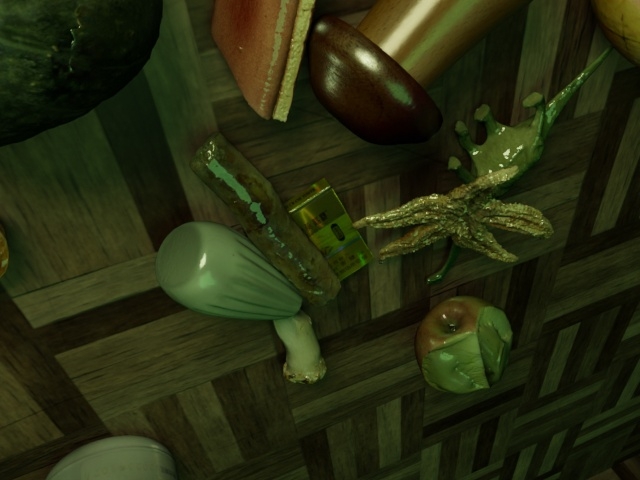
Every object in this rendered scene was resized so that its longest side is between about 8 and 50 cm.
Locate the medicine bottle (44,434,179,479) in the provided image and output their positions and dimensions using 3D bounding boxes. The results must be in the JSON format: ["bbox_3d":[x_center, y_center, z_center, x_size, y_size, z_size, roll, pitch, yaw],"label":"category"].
[{"bbox_3d":[-0.358,0.535,0.934,0.245,0.306,0.245,-14,131,-16],"label":"medicine bottle"}]

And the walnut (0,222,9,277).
[{"bbox_3d":[-0.421,0.002,0.631,0.091,0.052,0.121,1,125,-25],"label":"walnut"}]

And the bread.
[{"bbox_3d":[-0.059,-0.242,0.579,0.067,0.119,0.192,-25,145,-49],"label":"bread"}]

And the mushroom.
[{"bbox_3d":[-0.044,0.185,0.969,0.084,0.071,0.209,-2,131,13],"label":"mushroom"}]

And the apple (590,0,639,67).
[{"bbox_3d":[0.490,-0.346,0.676,0.286,0.233,0.286,-11,130,-13],"label":"apple"}]

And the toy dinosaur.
[{"bbox_3d":[0.320,-0.100,0.899,0.447,0.087,0.301,-35,134,13],"label":"toy dinosaur"}]

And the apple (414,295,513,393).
[{"bbox_3d":[0.288,0.206,1.082,0.207,0.174,0.188,-30,115,1],"label":"apple"}]

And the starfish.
[{"bbox_3d":[0.210,-0.028,0.842,0.302,0.060,0.299,-8,153,16],"label":"starfish"}]

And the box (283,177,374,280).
[{"bbox_3d":[0.000,0.000,0.859,0.121,0.030,0.193,-33,135,2],"label":"box"}]

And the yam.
[{"bbox_3d":[-0.067,-0.018,0.750,0.067,0.071,0.317,-14,130,32],"label":"yam"}]

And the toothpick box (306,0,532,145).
[{"bbox_3d":[0.120,-0.249,0.610,0.294,0.192,0.192,-48,132,8],"label":"toothpick box"}]

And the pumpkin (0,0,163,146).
[{"bbox_3d":[-0.279,-0.227,0.375,0.291,0.257,0.328,-17,125,9],"label":"pumpkin"}]

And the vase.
[{"bbox_3d":[-0.120,0.060,0.790,0.128,0.128,0.248,-43,142,12],"label":"vase"}]
